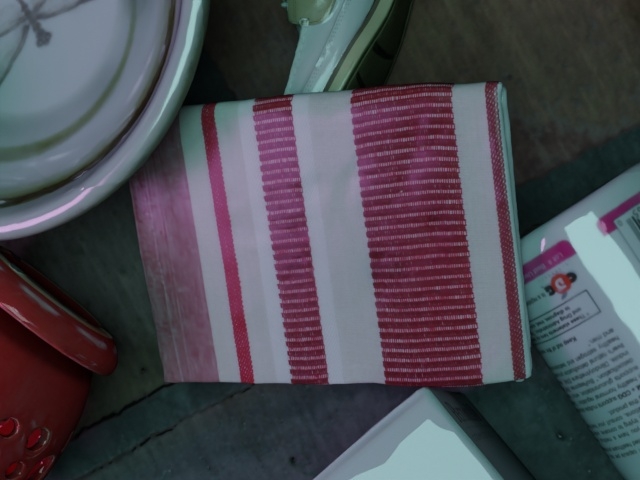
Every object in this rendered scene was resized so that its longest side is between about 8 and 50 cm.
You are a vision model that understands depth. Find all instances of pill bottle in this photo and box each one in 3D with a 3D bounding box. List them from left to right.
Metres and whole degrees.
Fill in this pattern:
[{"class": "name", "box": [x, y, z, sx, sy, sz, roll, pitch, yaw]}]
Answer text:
[{"class": "pill bottle", "box": [0.270, 0.093, 0.970, 0.160, 0.160, 0.283, -33, 85, 5]}]

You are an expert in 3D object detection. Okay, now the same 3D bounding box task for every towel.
[{"class": "towel", "box": [0.000, 0.000, 0.981, 0.329, 0.037, 0.237, -2, 104, 26]}]

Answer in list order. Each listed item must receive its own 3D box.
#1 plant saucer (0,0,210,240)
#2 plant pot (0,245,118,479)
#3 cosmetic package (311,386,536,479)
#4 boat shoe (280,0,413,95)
[{"class": "plant saucer", "box": [-0.255, -0.199, 1.017, 0.400, 0.100, 0.400, 0, 91, 20]}, {"class": "plant pot", "box": [-0.277, 0.107, 1.027, 0.191, 0.191, 0.174, 38, 85, 6]}, {"class": "cosmetic package", "box": [0.178, 0.331, 0.909, 0.161, 0.230, 0.453, -41, 76, 5]}, {"class": "boat shoe", "box": [0.020, -0.201, 1.036, 0.103, 0.113, 0.302, 24, 85, 13]}]
